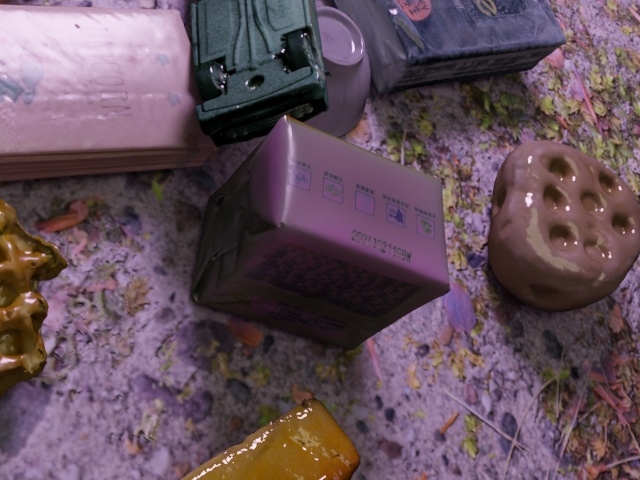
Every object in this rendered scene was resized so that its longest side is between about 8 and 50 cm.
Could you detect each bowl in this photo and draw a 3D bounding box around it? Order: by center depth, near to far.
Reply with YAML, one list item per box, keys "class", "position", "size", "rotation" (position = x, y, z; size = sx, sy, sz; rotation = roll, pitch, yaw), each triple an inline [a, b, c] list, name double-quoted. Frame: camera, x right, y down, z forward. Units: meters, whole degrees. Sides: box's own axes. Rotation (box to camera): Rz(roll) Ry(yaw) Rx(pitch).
- class: "bowl"
  position: [-0.004, -0.222, 1.098]
  size: [0.189, 0.086, 0.189]
  rotation: [15, 58, -26]

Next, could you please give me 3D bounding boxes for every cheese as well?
- class: "cheese"
  position: [0.303, -0.020, 1.173]
  size: [0.235, 0.117, 0.218]
  rotation: [-15, 74, -36]

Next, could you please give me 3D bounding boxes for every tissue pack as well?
- class: "tissue pack"
  position: [-0.271, -0.144, 0.892]
  size: [0.325, 0.071, 0.170]
  rotation: [-8, 71, -37]
- class: "tissue pack"
  position: [0.164, -0.328, 1.251]
  size: [0.315, 0.103, 0.228]
  rotation: [-15, 76, -37]

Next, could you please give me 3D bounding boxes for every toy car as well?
- class: "toy car"
  position: [-0.062, -0.228, 0.991]
  size: [0.097, 0.141, 0.321]
  rotation: [63, 14, -47]

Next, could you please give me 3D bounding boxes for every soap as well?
- class: "soap"
  position: [0.000, 0.000, 0.922]
  size: [0.199, 0.182, 0.138]
  rotation: [20, 56, -24]

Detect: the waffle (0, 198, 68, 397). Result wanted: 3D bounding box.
- class: "waffle"
  position: [-0.347, 0.049, 0.720]
  size: [0.291, 0.051, 0.291]
  rotation: [7, 78, -32]

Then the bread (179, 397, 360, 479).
- class: "bread"
  position: [-0.068, 0.233, 0.812]
  size: [0.245, 0.102, 0.094]
  rotation: [-27, 76, -41]
